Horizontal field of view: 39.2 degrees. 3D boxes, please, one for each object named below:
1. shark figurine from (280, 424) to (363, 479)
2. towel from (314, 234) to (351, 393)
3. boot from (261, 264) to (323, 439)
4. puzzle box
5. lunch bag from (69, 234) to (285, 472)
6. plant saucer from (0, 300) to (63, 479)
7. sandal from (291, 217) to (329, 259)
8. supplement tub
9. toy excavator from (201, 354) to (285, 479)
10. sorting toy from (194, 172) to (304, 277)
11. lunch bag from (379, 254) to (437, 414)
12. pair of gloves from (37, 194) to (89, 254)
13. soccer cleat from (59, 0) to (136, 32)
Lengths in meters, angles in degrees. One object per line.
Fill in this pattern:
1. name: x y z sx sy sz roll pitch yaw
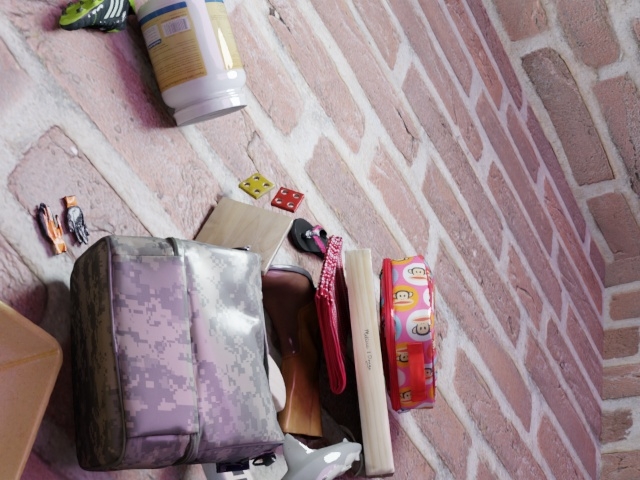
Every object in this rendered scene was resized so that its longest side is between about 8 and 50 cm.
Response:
1. shark figurine: -0.008 0.361 1.492 0.116 0.166 0.278 45 43 17
2. towel: 0.031 0.128 1.635 0.275 0.031 0.198 -76 159 -66
3. boot: -0.065 0.197 1.572 0.264 0.096 0.280 47 44 -60
4. puzzle box: 0.094 0.245 1.715 0.272 0.052 0.408 78 7 -74
5. lunch bag: -0.181 0.153 1.179 0.256 0.212 0.305 1 73 -29
6. plant saucer: -0.450 0.176 0.916 0.333 0.081 0.332 47 41 -40
7. sandal: 0.000 0.000 1.792 0.179 0.040 0.067 32 51 -50
8. supplement tub: -0.206 -0.300 1.471 0.144 0.144 0.199 -23 98 -60
9. toy excavator: -0.117 0.403 1.281 0.433 0.222 0.445 -24 90 -61
10. sorting toy: -0.127 -0.004 1.510 0.046 0.132 0.274 95 15 -47
11. lunch bag: 0.183 0.203 1.816 0.258 0.120 0.293 -90 174 -50
12. pair of gloves: -0.353 -0.022 1.236 0.083 0.010 0.074 -30 102 -62
13. soccer cleat: -0.332 -0.345 1.369 0.179 0.060 0.072 -59 140 -52
